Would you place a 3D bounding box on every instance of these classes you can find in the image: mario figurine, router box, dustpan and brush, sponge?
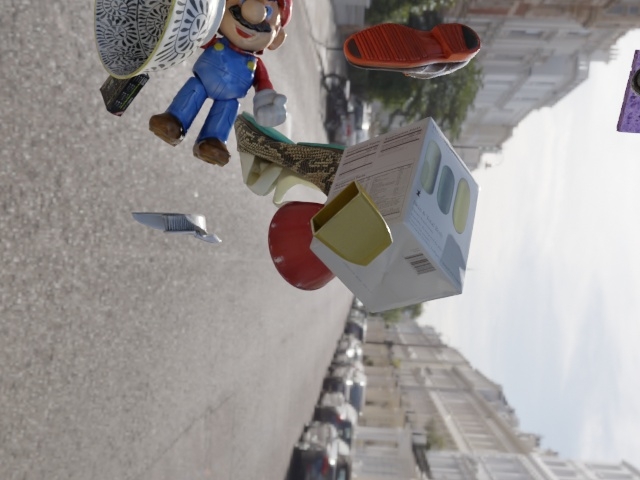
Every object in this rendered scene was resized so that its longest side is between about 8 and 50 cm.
[{"bbox_3d":[-0.139,-0.283,1.101,0.198,0.170,0.320,26,87,-52],"label":"mario figurine"},{"bbox_3d":[-0.442,-0.353,1.634,0.038,0.122,0.092,24,28,-45],"label":"router box"},{"bbox_3d":[-0.274,-0.025,1.522,0.211,0.147,0.060,2,91,-60],"label":"dustpan and brush"},{"bbox_3d":[0.829,-0.371,1.828,0.031,0.117,0.210,-89,-175,-72],"label":"sponge"}]

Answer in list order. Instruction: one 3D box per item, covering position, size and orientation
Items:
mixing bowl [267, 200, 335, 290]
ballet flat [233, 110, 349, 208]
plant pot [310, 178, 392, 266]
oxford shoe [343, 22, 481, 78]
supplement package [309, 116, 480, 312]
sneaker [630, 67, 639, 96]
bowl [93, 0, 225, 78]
[{"bbox_3d":[0.000,0.000,1.397,0.098,0.182,0.181,-18,-119,47],"label":"mixing bowl"},{"bbox_3d":[-0.073,-0.161,1.629,0.164,0.483,0.182,23,93,-47],"label":"ballet flat"},{"bbox_3d":[0.045,-0.015,0.928,0.083,0.081,0.081,46,9,-14],"label":"plant pot"},{"bbox_3d":[0.161,-0.330,1.325,0.098,0.272,0.096,123,-45,-57],"label":"oxford shoe"},{"bbox_3d":[0.144,-0.044,1.316,0.199,0.198,0.262,47,44,-31],"label":"supplement package"},{"bbox_3d":[0.645,-0.311,1.288,0.269,0.153,0.101,15,-91,59],"label":"sneaker"},{"bbox_3d":[-0.143,-0.230,0.689,0.170,0.080,0.170,-7,-99,49],"label":"bowl"}]
